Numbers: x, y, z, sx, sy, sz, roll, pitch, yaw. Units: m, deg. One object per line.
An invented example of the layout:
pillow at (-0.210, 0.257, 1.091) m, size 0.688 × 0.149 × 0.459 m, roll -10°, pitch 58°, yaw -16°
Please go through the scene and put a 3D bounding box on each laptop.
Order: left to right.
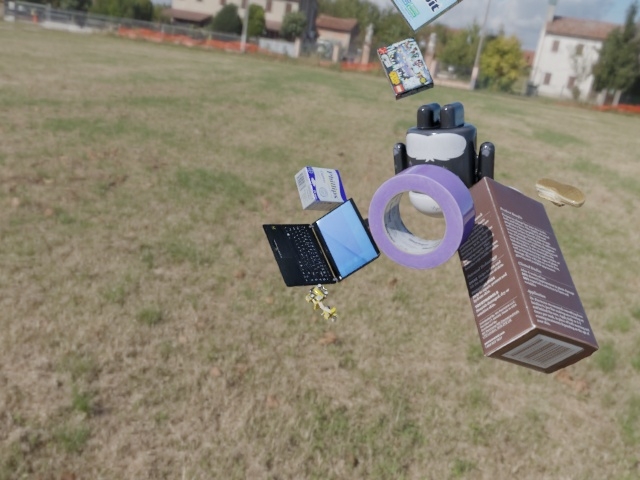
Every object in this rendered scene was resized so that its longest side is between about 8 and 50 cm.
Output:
laptop at (0.000, 0.000, 1.793) m, size 0.264 × 0.136 × 0.234 m, roll -1°, pitch 50°, yaw -31°

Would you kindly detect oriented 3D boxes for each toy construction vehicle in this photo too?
toy construction vehicle at (-0.001, 0.150, 1.442) m, size 0.035 × 0.086 × 0.098 m, roll -32°, pitch 65°, yaw -24°

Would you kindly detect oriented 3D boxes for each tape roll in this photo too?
tape roll at (0.193, -0.045, 1.167) m, size 0.189 × 0.188 × 0.080 m, roll 17°, pitch 27°, yaw 24°

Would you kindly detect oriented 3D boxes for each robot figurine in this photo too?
robot figurine at (0.296, -0.193, 1.484) m, size 0.174 × 0.278 × 0.209 m, roll -11°, pitch 17°, yaw -18°

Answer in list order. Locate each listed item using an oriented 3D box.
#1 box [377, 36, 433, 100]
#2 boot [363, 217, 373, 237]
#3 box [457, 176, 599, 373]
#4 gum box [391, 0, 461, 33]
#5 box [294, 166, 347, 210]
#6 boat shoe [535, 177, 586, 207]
box at (0.200, -0.406, 1.438) m, size 0.094 × 0.137 × 0.027 m, roll -20°, pitch -21°, yaw 3°
boot at (0.149, -0.022, 1.985) m, size 0.085 × 0.059 × 0.158 m, roll 43°, pitch -17°, yaw -6°
box at (0.408, 0.068, 1.275) m, size 0.191 × 0.143 × 0.381 m, roll 20°, pitch 47°, yaw -27°
gum box at (0.320, -0.750, 1.860) m, size 0.157 × 0.184 × 0.041 m, roll 56°, pitch 7°, yaw 5°
box at (0.002, -0.166, 1.972) m, size 0.137 × 0.126 × 0.072 m, roll 1°, pitch -25°, yaw -38°
boat shoe at (0.703, -0.130, 1.785) m, size 0.063 × 0.059 × 0.170 m, roll -25°, pitch 35°, yaw -16°
